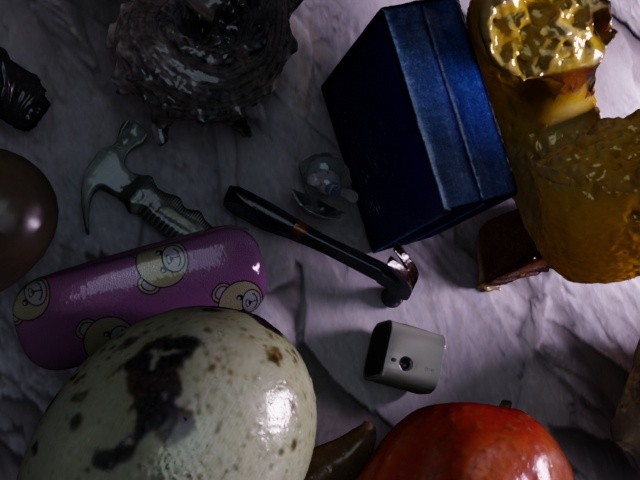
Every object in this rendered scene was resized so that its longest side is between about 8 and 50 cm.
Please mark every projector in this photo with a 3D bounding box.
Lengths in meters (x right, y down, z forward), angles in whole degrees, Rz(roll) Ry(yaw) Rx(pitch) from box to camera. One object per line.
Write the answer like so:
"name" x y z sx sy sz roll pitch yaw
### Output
"projector" 0.114 0.161 1.193 0.082 0.083 0.083 17 74 -13

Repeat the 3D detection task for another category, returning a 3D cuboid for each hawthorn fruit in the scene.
"hawthorn fruit" 0.189 0.320 1.100 0.287 0.287 0.330 40 48 -6

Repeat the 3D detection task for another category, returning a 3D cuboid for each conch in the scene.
"conch" -0.154 -0.276 1.166 0.241 0.186 0.313 38 85 9

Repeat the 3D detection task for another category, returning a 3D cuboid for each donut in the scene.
"donut" 0.301 -0.124 1.070 0.164 0.377 0.434 -19 62 3
"donut" 0.370 -0.016 1.276 0.295 0.151 0.112 -12 73 -18

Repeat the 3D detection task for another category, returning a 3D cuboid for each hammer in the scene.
"hammer" 0.000 0.000 1.181 0.290 0.137 0.037 27 65 -1
"hammer" -0.207 -0.040 1.157 0.227 0.041 0.158 33 72 -9

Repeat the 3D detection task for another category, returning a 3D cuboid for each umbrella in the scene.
"umbrella" -0.479 -0.262 1.093 0.326 0.094 0.090 41 57 -6

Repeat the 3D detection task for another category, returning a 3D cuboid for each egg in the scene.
"egg" -0.173 0.245 0.986 0.287 0.287 0.379 44 86 -5

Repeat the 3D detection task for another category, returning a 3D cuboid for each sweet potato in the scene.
"sweet potato" -0.035 0.341 1.107 0.097 0.097 0.291 39 72 -7

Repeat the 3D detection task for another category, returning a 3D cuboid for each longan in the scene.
"longan" -0.403 -0.022 1.029 0.189 0.189 0.189 3 79 -16

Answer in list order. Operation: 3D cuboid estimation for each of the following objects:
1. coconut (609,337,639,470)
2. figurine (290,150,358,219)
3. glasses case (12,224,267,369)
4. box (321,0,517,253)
"coconut" 0.582 0.232 1.170 0.405 0.404 0.404 3 79 -16
"figurine" 0.008 -0.070 1.201 0.095 0.086 0.082 23 110 -14
"glasses case" -0.222 0.072 1.098 0.317 0.076 0.123 -16 104 -12
"box" 0.115 -0.139 1.148 0.116 0.279 0.261 -16 84 -17
